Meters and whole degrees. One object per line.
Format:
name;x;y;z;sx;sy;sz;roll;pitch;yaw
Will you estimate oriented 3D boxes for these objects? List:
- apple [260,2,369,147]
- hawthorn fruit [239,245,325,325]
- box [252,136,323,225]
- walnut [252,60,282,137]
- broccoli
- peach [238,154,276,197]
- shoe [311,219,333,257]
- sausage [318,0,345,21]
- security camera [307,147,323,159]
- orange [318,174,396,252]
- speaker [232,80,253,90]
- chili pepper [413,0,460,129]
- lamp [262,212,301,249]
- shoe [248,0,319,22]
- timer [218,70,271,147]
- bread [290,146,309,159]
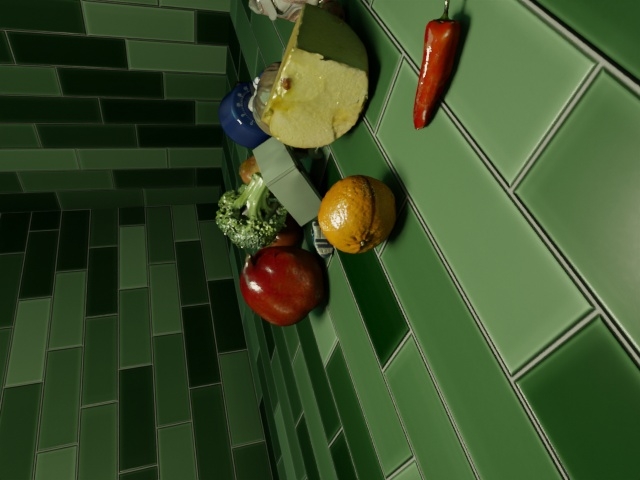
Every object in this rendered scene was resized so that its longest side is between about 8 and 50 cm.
apple;-0.034;-0.415;1.186;0.314;0.252;0.309;52;147;13
hawthorn fruit;-0.136;0.160;1.561;0.295;0.312;0.294;3;95;49
box;-0.102;-0.210;1.511;0.225;0.117;0.225;50;-170;-43
walnut;-0.102;-0.452;1.440;0.248;0.249;0.248;175;90;-71
broccoli;-0.240;-0.100;1.596;0.288;0.260;0.235;38;176;27
peach;-0.208;-0.274;1.775;0.214;0.236;0.214;15;108;59
shoe;0.000;0.000;1.496;0.071;0.064;0.142;114;149;-52
sausage;-0.033;-0.622;1.398;0.094;0.094;0.419;-57;15;-11
security camera;-0.001;-0.319;1.461;0.092;0.058;0.058;-56;41;43
orange;0.089;-0.058;1.047;0.193;0.193;0.161;105;149;-43
speaker;-0.332;-0.609;2.118;0.254;0.184;0.232;175;91;-72
chili pepper;0.213;-0.323;0.823;0.063;0.071;0.272;25;133;23
lamp;-0.179;-0.047;1.797;0.223;0.197;0.223;11;111;30
shoe;-0.120;-0.825;1.441;0.351;0.198;0.171;177;87;-72
timer;-0.229;-0.566;1.792;0.384;0.271;0.270;-24;72;57
bread;-0.084;-0.348;1.639;0.076;0.070;0.083;134;127;-66
